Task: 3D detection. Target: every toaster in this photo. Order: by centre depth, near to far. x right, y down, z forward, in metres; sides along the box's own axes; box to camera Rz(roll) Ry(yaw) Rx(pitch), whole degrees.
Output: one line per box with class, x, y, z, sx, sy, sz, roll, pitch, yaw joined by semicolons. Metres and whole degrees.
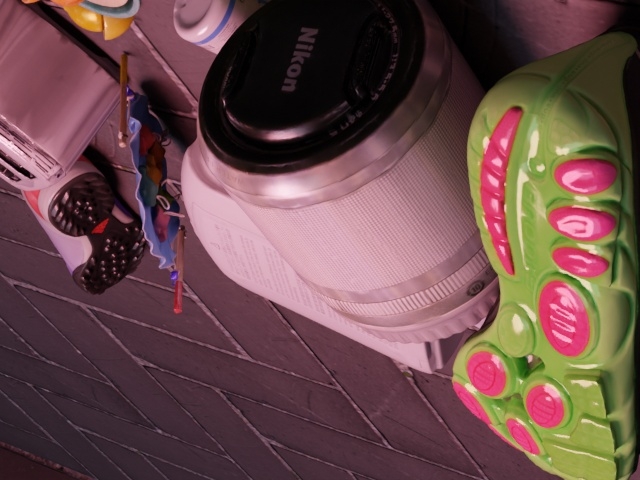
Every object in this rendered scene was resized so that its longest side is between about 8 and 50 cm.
toaster;-0.310;-0.152;2.040;0.227;0.146;0.129;40;160;-24

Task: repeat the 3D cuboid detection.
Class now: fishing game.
fishing game;-0.166;-0.064;2.050;0.041;0.189;0.264;-9;131;6

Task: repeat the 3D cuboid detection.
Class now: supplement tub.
supplement tub;-0.065;-0.187;1.676;0.107;0.071;0.071;21;170;-38

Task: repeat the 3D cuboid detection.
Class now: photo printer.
photo printer;0.000;0.000;2.022;0.307;0.107;0.256;24;159;19

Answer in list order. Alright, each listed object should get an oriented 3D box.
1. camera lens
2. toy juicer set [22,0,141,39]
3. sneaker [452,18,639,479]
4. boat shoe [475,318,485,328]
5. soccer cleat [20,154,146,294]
camera lens;0.043;-0.067;1.626;0.219;0.219;0.274;14;155;39
toy juicer set;-0.205;-0.230;1.782;0.329;0.089;0.209;21;158;25
sneaker;0.225;0.029;1.549;0.185;0.202;0.483;35;148;25
boat shoe;0.192;0.042;1.848;0.302;0.094;0.109;25;-153;-38
soccer cleat;-0.298;-0.035;2.408;0.116;0.108;0.318;47;170;22
